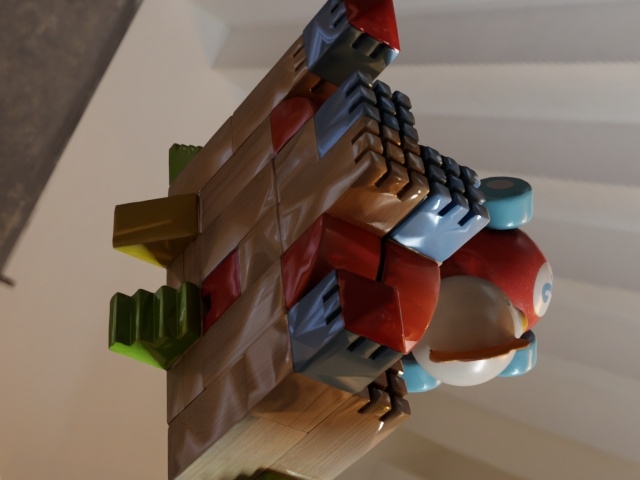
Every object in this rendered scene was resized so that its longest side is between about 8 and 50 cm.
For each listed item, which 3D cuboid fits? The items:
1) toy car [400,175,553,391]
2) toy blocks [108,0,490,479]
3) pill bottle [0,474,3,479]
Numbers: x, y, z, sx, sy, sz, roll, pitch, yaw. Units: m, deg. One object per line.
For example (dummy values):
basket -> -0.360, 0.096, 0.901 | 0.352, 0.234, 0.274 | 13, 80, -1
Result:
toy car -> 0.163, 0.078, 1.210 | 0.210, 0.219, 0.238 | -8, -158, -7
toy blocks -> 0.000, 0.000, 0.821 | 0.191, 0.381, 0.261 | 24, 129, -29
pill bottle -> -0.310, 0.350, 0.986 | 0.181, 0.181, 0.323 | 8, 120, 64
